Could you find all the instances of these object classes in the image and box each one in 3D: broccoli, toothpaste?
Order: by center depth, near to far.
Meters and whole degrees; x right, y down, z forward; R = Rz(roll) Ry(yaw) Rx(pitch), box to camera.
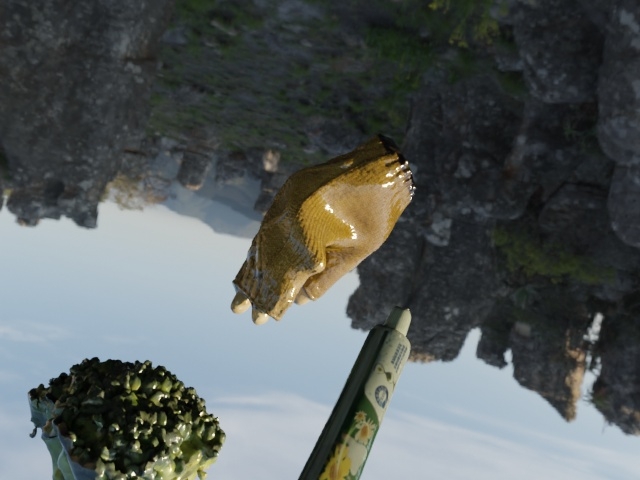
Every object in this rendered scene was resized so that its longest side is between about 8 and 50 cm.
[{"bbox_3d":[0.020,0.123,0.391,0.031,0.204,0.049,-15,125,44],"label":"toothpaste"},{"bbox_3d":[-0.243,0.273,0.734,0.247,0.246,0.288,12,180,16],"label":"broccoli"}]

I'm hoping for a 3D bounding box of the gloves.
[{"bbox_3d":[-0.005,-0.015,0.929,0.155,0.356,0.203,40,171,24],"label":"gloves"}]
